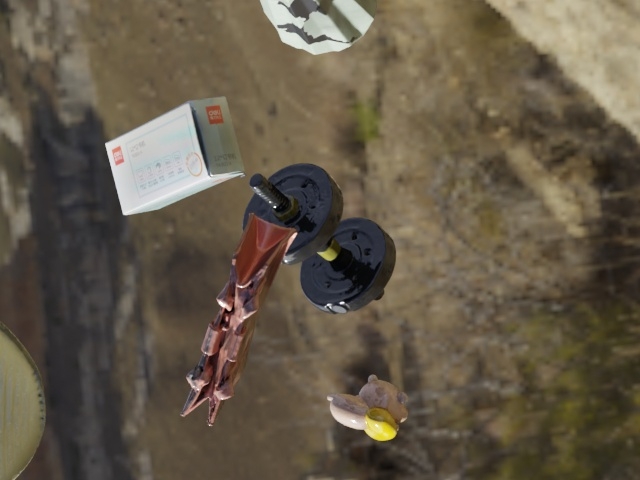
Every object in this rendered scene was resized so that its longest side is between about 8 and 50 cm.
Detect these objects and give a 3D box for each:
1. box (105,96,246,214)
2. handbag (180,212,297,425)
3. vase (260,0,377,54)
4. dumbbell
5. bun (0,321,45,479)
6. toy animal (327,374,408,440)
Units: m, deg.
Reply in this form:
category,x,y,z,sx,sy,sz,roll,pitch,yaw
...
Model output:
category,x,y,z,sx,sy,sz,roll,pitch,yaw
box,-0.239,-0.134,2.544,0.269,0.079,0.135,-20,84,49
handbag,-0.094,0.088,1.759,0.157,0.059,0.213,-68,-2,-68
vase,-0.022,-0.348,2.037,0.360,0.165,0.165,22,-119,-80
dumbbell,0.000,0.000,2.068,0.325,0.143,0.143,43,-160,-46
bun,-0.532,0.237,2.208,0.146,0.287,0.287,-21,75,55
toy animal,0.076,0.235,2.212,0.091,0.114,0.082,48,-120,-51
